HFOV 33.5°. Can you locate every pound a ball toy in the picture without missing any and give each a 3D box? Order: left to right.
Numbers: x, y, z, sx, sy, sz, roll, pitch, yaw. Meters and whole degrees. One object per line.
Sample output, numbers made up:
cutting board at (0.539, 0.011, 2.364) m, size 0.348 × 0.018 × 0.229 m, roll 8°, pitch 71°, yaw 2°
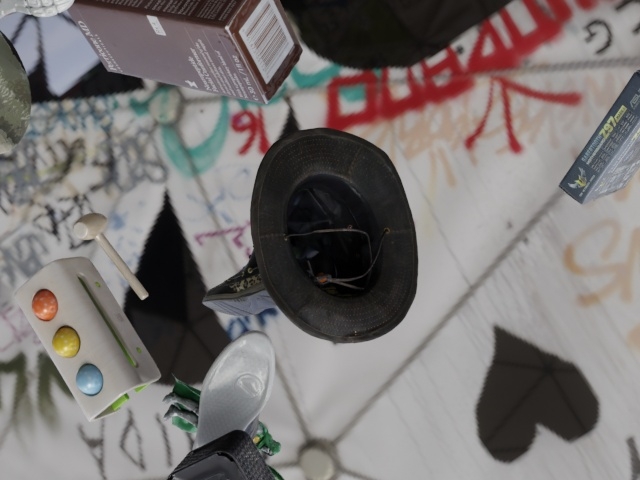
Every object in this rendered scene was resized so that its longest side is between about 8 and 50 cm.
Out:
pound a ball toy at (-0.411, 0.133, 1.892) m, size 0.208 × 0.319 × 0.136 m, roll -38°, pitch 168°, yaw 23°

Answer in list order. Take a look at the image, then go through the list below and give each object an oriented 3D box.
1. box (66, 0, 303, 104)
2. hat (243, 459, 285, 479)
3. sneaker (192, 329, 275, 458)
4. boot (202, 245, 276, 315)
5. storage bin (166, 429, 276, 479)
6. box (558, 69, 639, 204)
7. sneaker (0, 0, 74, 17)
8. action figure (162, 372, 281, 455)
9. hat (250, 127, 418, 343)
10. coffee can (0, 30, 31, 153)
box at (-0.243, -0.375, 1.844) m, size 0.381 × 0.191 × 0.143 m, roll 17°, pitch -117°, yaw 32°
hat at (-0.129, 0.490, 1.837) m, size 0.183 × 0.173 × 0.208 m, roll -107°, pitch -143°, yaw -74°
sneaker at (-0.136, 0.250, 1.710) m, size 0.147 × 0.104 × 0.296 m, roll -73°, pitch -179°, yaw -68°
boot at (-0.128, 0.048, 2.090) m, size 0.236 × 0.085 × 0.179 m, roll -16°, pitch -125°, yaw 43°
storage bin at (-0.131, 0.390, 1.580) m, size 0.122 × 0.180 × 0.084 m, roll -28°, pitch -175°, yaw 18°
box at (0.507, -0.175, 1.743) m, size 0.183 × 0.059 × 0.233 m, roll -18°, pitch 143°, yaw -52°
sneaker at (-0.430, -0.361, 1.556) m, size 0.158 × 0.061 × 0.065 m, roll -3°, pitch -155°, yaw 10°
action figure at (-0.177, 0.338, 1.934) m, size 0.232 × 0.137 × 0.063 m, roll 18°, pitch -136°, yaw 16°
hat at (0.000, 0.000, 1.623) m, size 0.331 × 0.331 × 0.134 m, roll -47°, pitch -165°, yaw -31°
coffee can at (-0.599, -0.202, 1.562) m, size 0.275 × 0.201 × 0.201 m, roll -8°, pitch -151°, yaw 24°
